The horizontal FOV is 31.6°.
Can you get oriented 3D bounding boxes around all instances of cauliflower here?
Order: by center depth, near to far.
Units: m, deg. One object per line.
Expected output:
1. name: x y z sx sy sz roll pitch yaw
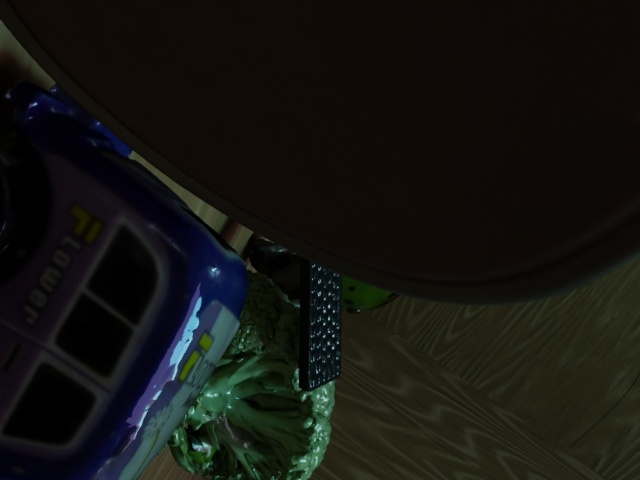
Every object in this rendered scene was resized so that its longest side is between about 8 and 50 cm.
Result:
1. cauliflower: -0.120 0.175 1.327 0.250 0.275 0.272 -13 -175 -25

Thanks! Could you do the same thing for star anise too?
1. star anise: 0.000 0.000 1.489 0.227 0.148 0.218 -42 -148 -21

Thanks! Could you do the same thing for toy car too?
1. toy car: -0.142 0.054 0.541 0.235 0.158 0.172 -56 173 -4

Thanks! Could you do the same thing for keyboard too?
1. keyboard: 0.002 0.002 1.208 0.101 0.018 0.310 -9 100 -66

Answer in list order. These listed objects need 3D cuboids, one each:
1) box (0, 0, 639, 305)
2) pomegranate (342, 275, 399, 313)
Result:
1. box: 0.043 -0.152 0.389 0.216 0.301 0.301 -59 177 -30
2. pomegranate: 0.057 -0.011 1.715 0.202 0.202 0.248 -26 121 -78
